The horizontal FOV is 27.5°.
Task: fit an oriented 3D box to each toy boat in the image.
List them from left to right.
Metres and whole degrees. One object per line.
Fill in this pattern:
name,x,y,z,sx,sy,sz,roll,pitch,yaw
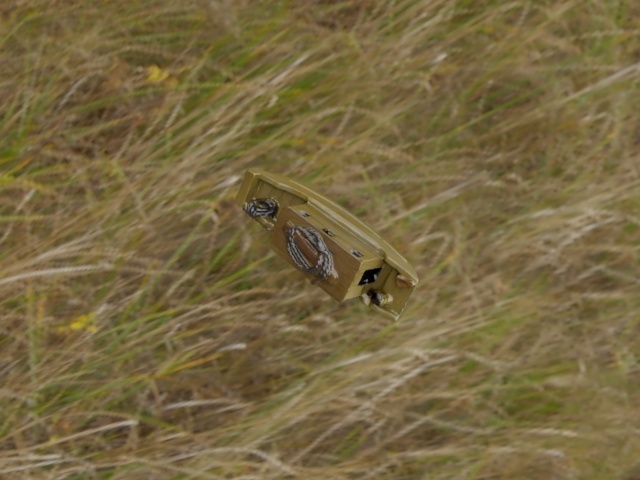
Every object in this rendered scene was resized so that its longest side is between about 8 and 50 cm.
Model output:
toy boat,0.000,0.000,1.163,0.200,0.057,0.077,38,27,27
